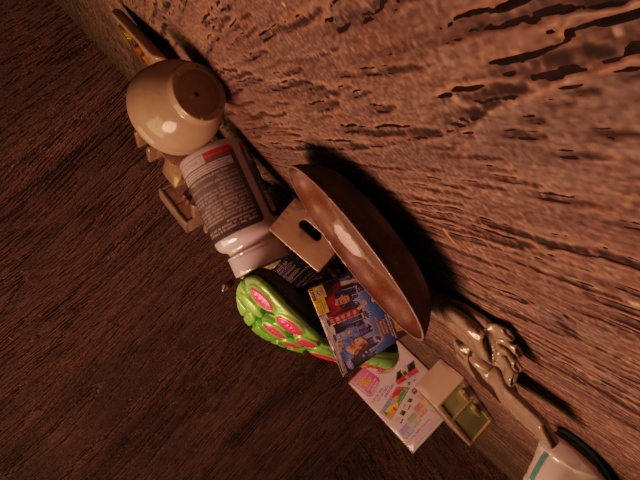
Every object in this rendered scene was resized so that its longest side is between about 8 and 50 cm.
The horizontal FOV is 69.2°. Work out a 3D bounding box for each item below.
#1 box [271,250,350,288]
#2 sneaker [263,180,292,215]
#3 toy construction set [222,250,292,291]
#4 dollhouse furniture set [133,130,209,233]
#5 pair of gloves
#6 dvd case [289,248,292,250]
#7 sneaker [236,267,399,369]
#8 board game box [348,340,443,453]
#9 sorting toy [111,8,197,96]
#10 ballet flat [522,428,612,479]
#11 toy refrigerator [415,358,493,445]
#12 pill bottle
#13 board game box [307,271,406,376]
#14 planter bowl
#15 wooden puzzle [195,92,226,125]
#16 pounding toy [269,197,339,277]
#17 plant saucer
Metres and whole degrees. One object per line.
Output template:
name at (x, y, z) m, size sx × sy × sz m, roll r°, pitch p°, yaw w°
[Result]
box at (-0.039, 0.129, 1.252) m, size 0.163 × 0.247 × 0.142 m, roll 42°, pitch 171°, yaw 33°
sneaker at (-0.167, -0.080, 1.276) m, size 0.125 × 0.140 × 0.341 m, roll 46°, pitch 175°, yaw -12°
toy construction set at (-0.201, 0.067, 1.508) m, size 0.257 × 0.309 × 0.237 m, roll 45°, pitch -176°, yaw -1°
dollhouse furniture set at (-0.345, -0.224, 1.400) m, size 0.362 × 0.256 × 0.394 m, roll 49°, pitch 154°, yaw 11°
pair of gloves at (0.240, 0.167, 0.671) m, size 0.240 × 0.042 × 0.204 m, roll 55°, pitch 175°, yaw -23°
dvd case at (-0.129, -0.011, 1.357) m, size 0.221 × 0.018 × 0.164 m, roll 6°, pitch -160°, yaw -28°
sneaker at (0.005, 0.162, 1.082) m, size 0.185 × 0.203 × 0.482 m, roll -13°, pitch 148°, yaw 42°
board game box at (0.292, 0.533, 1.627) m, size 0.316 × 0.242 × 0.064 m, roll 43°, pitch 175°, yaw 26°
sorting toy at (-0.365, -0.408, 1.037) m, size 0.307 × 0.041 × 0.229 m, roll 47°, pitch 174°, yaw 26°
ballet flat at (0.457, 0.473, 0.756) m, size 0.400 × 0.139 × 0.139 m, roll 48°, pitch 173°, yaw -15°
toy refrigerator at (0.363, 0.438, 1.235) m, size 0.270 × 0.102 × 0.094 m, roll 52°, pitch 171°, yaw -36°
pill bottle at (-0.186, -0.070, 1.040) m, size 0.161 × 0.161 × 0.284 m, roll 142°, pitch 104°, yaw -83°
board game box at (0.097, 0.143, 0.925) m, size 0.060 × 0.193 × 0.194 m, roll -112°, pitch 1°, yaw -80°
planter bowl at (-0.229, -0.235, 0.787) m, size 0.109 × 0.162 × 0.162 m, roll -6°, pitch 133°, yaw 47°
wooden puzzle at (-0.249, -0.298, 1.043) m, size 0.078 × 0.014 × 0.116 m, roll 41°, pitch 171°, yaw 38°
pounding toy at (0.008, 0.006, 0.970) m, size 0.181 × 0.094 × 0.206 m, roll 40°, pitch -178°, yaw 6°
plant saucer at (0.062, 0.008, 0.675) m, size 0.311 × 0.050 × 0.310 m, roll 53°, pitch 174°, yaw 8°
